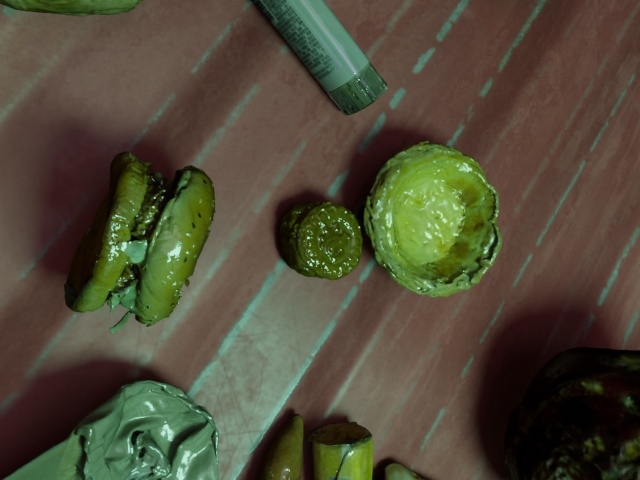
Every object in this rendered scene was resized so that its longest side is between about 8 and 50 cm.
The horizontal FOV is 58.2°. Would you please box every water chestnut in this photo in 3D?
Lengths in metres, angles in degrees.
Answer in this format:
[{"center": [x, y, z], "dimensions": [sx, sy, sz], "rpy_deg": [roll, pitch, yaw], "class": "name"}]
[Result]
[{"center": [0.429, 0.280, 0.810], "dimensions": [0.335, 0.335, 0.347], "rpy_deg": [48, 30, -18], "class": "water chestnut"}]

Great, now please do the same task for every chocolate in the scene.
[{"center": [0.031, 0.347, 0.728], "dimensions": [0.086, 0.086, 0.219], "rpy_deg": [-5, 95, -25], "class": "chocolate"}]

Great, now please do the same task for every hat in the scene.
[{"center": [-0.234, 0.264, 0.609], "dimensions": [0.245, 0.149, 0.214], "rpy_deg": [-21, 112, 13], "class": "hat"}]

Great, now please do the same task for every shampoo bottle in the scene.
[{"center": [-0.014, -0.255, 0.689], "dimensions": [0.056, 0.086, 0.227], "rpy_deg": [-47, 108, -16], "class": "shampoo bottle"}]

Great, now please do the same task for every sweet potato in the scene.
[{"center": [-0.061, 0.309, 0.693], "dimensions": [0.055, 0.058, 0.202], "rpy_deg": [32, 75, -20], "class": "sweet potato"}]

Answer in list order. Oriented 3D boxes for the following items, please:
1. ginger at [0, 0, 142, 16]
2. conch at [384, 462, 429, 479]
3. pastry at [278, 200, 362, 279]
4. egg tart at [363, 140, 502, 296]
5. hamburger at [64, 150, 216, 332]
[{"center": [-0.292, -0.280, 0.546], "dimensions": [0.263, 0.109, 0.116], "rpy_deg": [7, 90, -24], "class": "ginger"}, {"center": [0.167, 0.421, 0.763], "dimensions": [0.158, 0.127, 0.255], "rpy_deg": [-47, 108, -16], "class": "conch"}, {"center": [0.000, 0.000, 0.719], "dimensions": [0.109, 0.057, 0.097], "rpy_deg": [38, 70, -23], "class": "pastry"}, {"center": [0.145, -0.026, 0.766], "dimensions": [0.213, 0.090, 0.212], "rpy_deg": [1, 88, -25], "class": "egg tart"}, {"center": [-0.177, 0.008, 0.577], "dimensions": [0.114, 0.177, 0.185], "rpy_deg": [20, 55, -31], "class": "hamburger"}]
